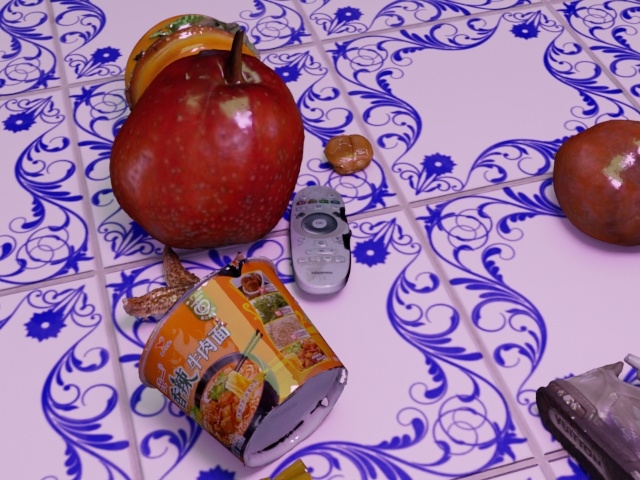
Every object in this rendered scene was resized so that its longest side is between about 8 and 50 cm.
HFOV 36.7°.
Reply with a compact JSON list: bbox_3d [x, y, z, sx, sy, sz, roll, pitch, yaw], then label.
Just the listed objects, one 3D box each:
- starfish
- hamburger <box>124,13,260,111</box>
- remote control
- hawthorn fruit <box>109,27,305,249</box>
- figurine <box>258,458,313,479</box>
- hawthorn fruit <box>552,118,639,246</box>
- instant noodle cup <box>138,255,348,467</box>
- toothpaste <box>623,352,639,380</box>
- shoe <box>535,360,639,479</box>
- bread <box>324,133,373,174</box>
[{"bbox_3d":[-0.169,0.071,1.386,0.236,0.062,0.277,-7,21,-15],"label":"starfish"},{"bbox_3d":[-0.218,-0.279,1.648,0.246,0.246,0.170,-19,46,-18],"label":"hamburger"},{"bbox_3d":[0.000,-0.002,1.495,0.097,0.045,0.256,1,42,0],"label":"remote control"},{"bbox_3d":[-0.158,-0.156,1.433,0.285,0.369,0.285,13,43,-12],"label":"hawthorn fruit"},{"bbox_3d":[-0.129,0.380,1.053,0.315,0.168,0.187,-23,26,-8],"label":"figurine"},{"bbox_3d":[0.450,-0.105,1.507,0.199,0.199,0.251,-22,32,-21],"label":"hawthorn fruit"},{"bbox_3d":[-0.088,0.163,1.219,0.230,0.230,0.182,-32,63,-28],"label":"instant noodle cup"},{"bbox_3d":[0.502,0.212,1.257,0.233,0.038,0.060,31,42,8],"label":"toothpaste"},{"bbox_3d":[0.407,0.255,1.183,0.149,0.109,0.293,-26,46,-16],"label":"shoe"},{"bbox_3d":[0.049,-0.147,1.638,0.083,0.046,0.081,11,48,10],"label":"bread"}]
